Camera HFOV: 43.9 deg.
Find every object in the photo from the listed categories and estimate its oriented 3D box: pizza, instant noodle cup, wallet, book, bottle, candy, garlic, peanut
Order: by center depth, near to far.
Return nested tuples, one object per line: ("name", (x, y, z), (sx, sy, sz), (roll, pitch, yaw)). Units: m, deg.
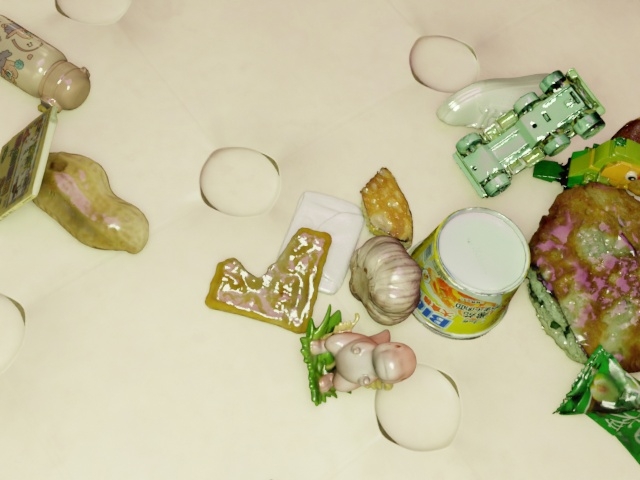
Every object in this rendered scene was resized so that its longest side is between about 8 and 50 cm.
("candy", (0.496, 0.268, 1.271), (0.203, 0.141, 0.078), (33, 36, 4))
("book", (-0.487, -0.114, 1.286), (0.013, 0.192, 0.168), (26, 56, -37))
("garlic", (0.110, 0.063, 1.292), (0.102, 0.159, 0.147), (-13, 93, -20))
("peanut", (-0.380, -0.063, 1.305), (0.236, 0.110, 0.120), (34, 56, 7))
("instant noodle cup", (0.245, 0.044, 1.325), (0.205, 0.153, 0.205), (3, 63, -6))
("wallet", (0.000, 0.000, 1.376), (0.124, 0.032, 0.183), (19, 64, 4))
("bottle", (-0.511, -0.304, 1.410), (0.209, 0.097, 0.110), (33, 78, 8))
("pizza", (0.114, -0.055, 1.414), (0.099, 0.036, 0.160), (-6, 65, -27))

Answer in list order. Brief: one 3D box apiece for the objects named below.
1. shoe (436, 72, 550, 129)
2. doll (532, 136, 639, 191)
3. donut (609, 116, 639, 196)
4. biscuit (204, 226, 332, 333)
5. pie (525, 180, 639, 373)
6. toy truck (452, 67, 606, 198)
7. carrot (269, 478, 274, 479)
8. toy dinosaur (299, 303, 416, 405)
("shoe", (0.356, -0.245, 1.514), (0.265, 0.095, 0.110), (-17, 70, -18))
("doll", (0.501, -0.126, 1.437), (0.134, 0.186, 0.106), (33, 59, -24))
("donut", (0.646, -0.171, 1.534), (0.184, 0.073, 0.166), (-27, 74, -18))
("biscuit", (-0.086, 0.054, 1.308), (0.183, 0.039, 0.174), (12, 84, -2))
("pie", (0.506, 0.069, 1.360), (0.288, 0.103, 0.354), (-28, 82, -17))
("toy truck", (0.380, -0.181, 1.444), (0.259, 0.135, 0.128), (-35, 73, 12))
("carrot", (-0.138, 0.438, 1.134), (0.224, 0.057, 0.057), (-37, 75, -19))
("toy dinosaur", (0.066, 0.165, 1.209), (0.177, 0.194, 0.152), (-11, 84, 19))
